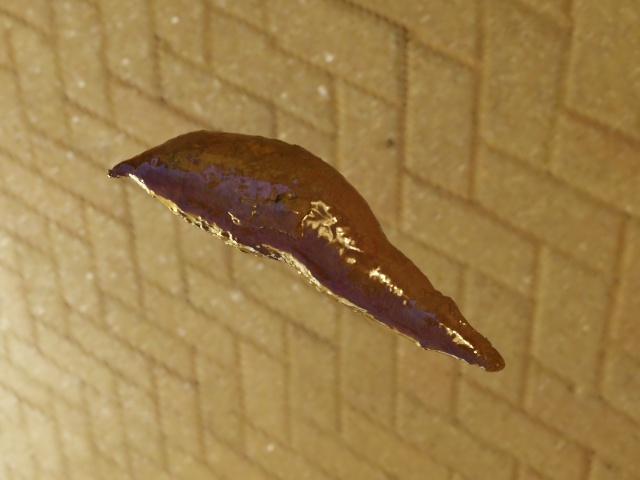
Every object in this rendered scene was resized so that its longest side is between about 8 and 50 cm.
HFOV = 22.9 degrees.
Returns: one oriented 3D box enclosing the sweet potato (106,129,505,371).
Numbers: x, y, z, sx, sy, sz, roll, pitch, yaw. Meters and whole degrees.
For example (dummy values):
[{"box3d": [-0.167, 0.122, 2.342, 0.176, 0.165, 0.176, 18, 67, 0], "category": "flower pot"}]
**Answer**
[{"box3d": [0.002, -0.007, 0.798, 0.226, 0.068, 0.068, 28, 144, 6], "category": "sweet potato"}]
